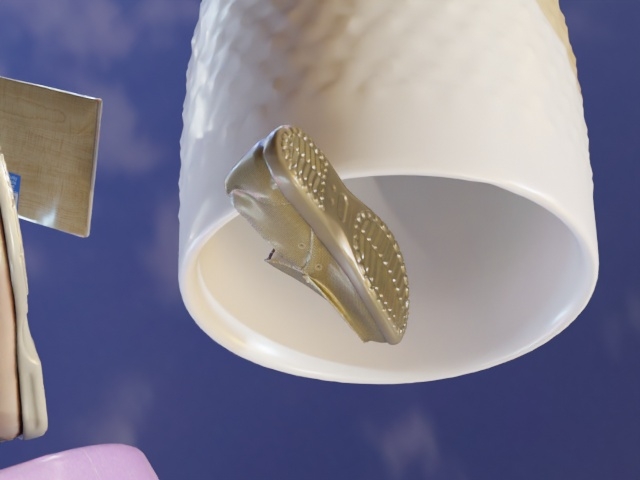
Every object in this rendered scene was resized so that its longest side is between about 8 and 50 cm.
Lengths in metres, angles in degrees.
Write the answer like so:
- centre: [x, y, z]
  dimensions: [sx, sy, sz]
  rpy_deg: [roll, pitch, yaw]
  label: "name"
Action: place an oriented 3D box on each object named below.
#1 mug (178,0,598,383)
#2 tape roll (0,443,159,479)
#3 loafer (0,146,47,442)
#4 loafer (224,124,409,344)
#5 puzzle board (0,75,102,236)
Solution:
- centre: [0.060, -0.084, 1.377]
  dimensions: [0.276, 0.374, 0.328]
  rpy_deg: [-14, -124, 19]
  label: "mug"
- centre: [-0.163, 0.178, 0.682]
  dimensions: [0.275, 0.275, 0.090]
  rpy_deg: [-33, -104, 9]
  label: "tape roll"
- centre: [-0.116, 0.016, 0.629]
  dimensions: [0.039, 0.125, 0.045]
  rpy_deg: [-15, -148, -17]
  label: "loafer"
- centre: [0.000, 0.000, 1.026]
  dimensions: [0.050, 0.148, 0.056]
  rpy_deg: [-16, -146, 28]
  label: "loafer"
- centre: [-0.200, -0.062, 1.364]
  dimensions: [0.128, 0.011, 0.096]
  rpy_deg: [15, -77, 41]
  label: "puzzle board"
